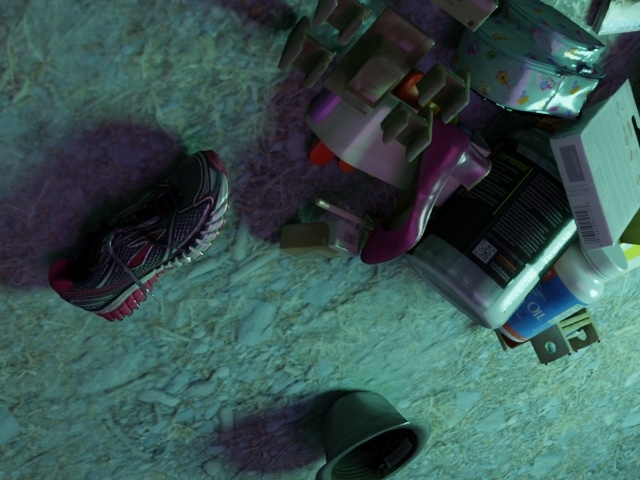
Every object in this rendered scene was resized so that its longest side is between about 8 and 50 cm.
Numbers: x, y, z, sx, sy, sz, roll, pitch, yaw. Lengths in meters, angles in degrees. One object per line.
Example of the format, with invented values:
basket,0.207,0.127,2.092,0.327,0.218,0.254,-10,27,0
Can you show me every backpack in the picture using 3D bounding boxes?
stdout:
backpack,0.280,-0.250,1.362,0.188,0.166,0.144,-6,132,-32

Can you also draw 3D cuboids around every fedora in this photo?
fedora,0.083,0.373,1.909,0.243,0.124,0.275,-30,149,2

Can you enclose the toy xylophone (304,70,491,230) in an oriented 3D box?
toy xylophone,0.106,-0.125,1.446,0.236,0.081,0.322,-43,139,14

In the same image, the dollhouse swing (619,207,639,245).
dollhouse swing,0.682,-0.176,1.688,0.346,0.305,0.315,-15,-178,-1

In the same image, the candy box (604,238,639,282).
candy box,0.593,0.028,1.951,0.206,0.027,0.105,-24,142,-9

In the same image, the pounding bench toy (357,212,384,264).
pounding bench toy,0.087,0.004,1.590,0.065,0.052,0.083,3,130,-34

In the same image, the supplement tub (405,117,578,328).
supplement tub,0.298,-0.035,1.542,0.316,0.193,0.193,-49,140,-4

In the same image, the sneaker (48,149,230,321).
sneaker,-0.237,-0.006,1.326,0.299,0.121,0.112,-45,136,16

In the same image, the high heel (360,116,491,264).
high heel,0.119,-0.067,1.406,0.117,0.082,0.244,37,119,-26

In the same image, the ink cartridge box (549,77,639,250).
ink cartridge box,0.422,-0.117,1.466,0.224,0.056,0.181,-43,117,-47

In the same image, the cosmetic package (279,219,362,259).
cosmetic package,0.000,0.000,1.489,0.115,0.041,0.060,-5,158,43

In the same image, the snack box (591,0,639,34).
snack box,0.495,-0.351,1.504,0.178,0.022,0.064,-11,137,-23

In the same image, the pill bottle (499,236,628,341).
pill bottle,0.387,0.066,1.637,0.124,0.124,0.221,20,133,-43

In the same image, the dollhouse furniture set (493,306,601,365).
dollhouse furniture set,0.389,0.170,1.820,0.129,0.129,0.183,-10,162,-48

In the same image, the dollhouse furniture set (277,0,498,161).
dollhouse furniture set,0.104,-0.269,1.240,0.212,0.161,0.242,33,126,-16
